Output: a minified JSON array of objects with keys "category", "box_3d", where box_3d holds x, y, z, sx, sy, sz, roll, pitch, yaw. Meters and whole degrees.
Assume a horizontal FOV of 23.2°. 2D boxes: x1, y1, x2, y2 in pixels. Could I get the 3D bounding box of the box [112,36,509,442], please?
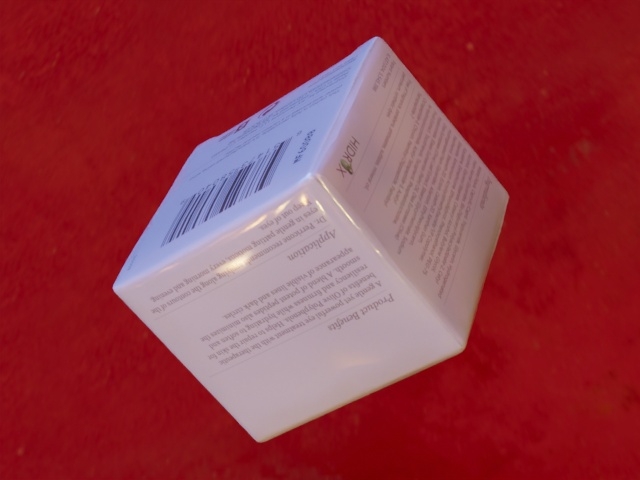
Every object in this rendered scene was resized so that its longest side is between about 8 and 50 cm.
[{"category":"box","box_3d":[0.000,0.000,0.576,0.101,0.102,0.087,-29,112,33]}]
